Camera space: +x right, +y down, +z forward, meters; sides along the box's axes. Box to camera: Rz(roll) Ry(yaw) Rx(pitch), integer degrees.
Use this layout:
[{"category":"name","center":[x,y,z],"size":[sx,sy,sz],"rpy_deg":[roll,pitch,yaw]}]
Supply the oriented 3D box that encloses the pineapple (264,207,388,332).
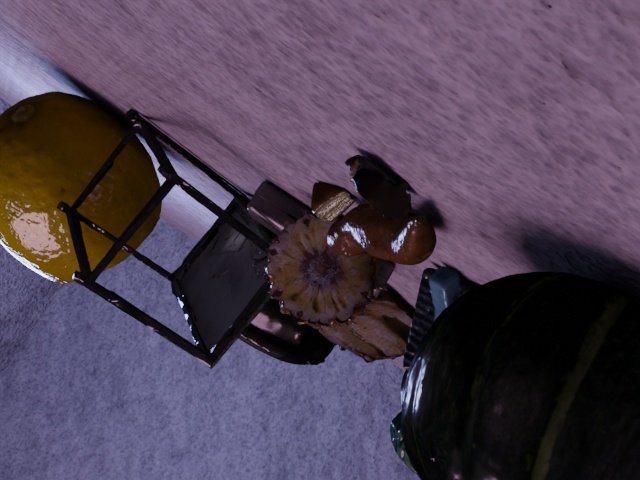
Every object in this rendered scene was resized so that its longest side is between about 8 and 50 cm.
[{"category":"pineapple","center":[0.008,0.049,1.522],"size":[0.176,0.161,0.137],"rpy_deg":[36,179,7]}]

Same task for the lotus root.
[{"category":"lotus root","center":[0.104,0.149,1.975],"size":[0.329,0.167,0.078],"rpy_deg":[46,-151,-60]}]

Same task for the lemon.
[{"category":"lemon","center":[-0.501,-0.126,2.008],"size":[0.364,0.364,0.364],"rpy_deg":[33,173,5]}]

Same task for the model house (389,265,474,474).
[{"category":"model house","center":[0.214,0.173,1.318],"size":[0.261,0.226,0.241],"rpy_deg":[24,139,46]}]

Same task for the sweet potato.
[{"category":"sweet potato","center":[0.079,-0.008,1.192],"size":[0.281,0.059,0.067],"rpy_deg":[7,117,68]}]

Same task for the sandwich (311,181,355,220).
[{"category":"sandwich","center":[0.010,-0.047,1.316],"size":[0.031,0.044,0.083],"rpy_deg":[32,177,-24]}]

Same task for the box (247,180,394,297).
[{"category":"box","center":[0.000,0.000,1.625],"size":[0.243,0.055,0.103],"rpy_deg":[33,173,6]}]

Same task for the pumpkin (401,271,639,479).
[{"category":"pumpkin","center":[0.231,0.170,0.944],"size":[0.323,0.241,0.323],"rpy_deg":[25,164,8]}]

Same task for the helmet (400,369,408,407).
[{"category":"helmet","center":[0.237,0.242,1.605],"size":[0.305,0.224,0.177],"rpy_deg":[-168,59,-73]}]

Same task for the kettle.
[{"category":"kettle","center":[-0.093,0.114,2.008],"size":[0.324,0.228,0.321],"rpy_deg":[30,-156,-5]}]

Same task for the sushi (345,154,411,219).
[{"category":"sushi","center":[0.058,-0.060,1.064],"size":[0.083,0.044,0.046],"rpy_deg":[42,-169,-40]}]

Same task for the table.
[{"category":"table","center":[-0.245,-0.012,1.711],"size":[0.272,0.222,0.335],"rpy_deg":[37,-174,-27]}]
